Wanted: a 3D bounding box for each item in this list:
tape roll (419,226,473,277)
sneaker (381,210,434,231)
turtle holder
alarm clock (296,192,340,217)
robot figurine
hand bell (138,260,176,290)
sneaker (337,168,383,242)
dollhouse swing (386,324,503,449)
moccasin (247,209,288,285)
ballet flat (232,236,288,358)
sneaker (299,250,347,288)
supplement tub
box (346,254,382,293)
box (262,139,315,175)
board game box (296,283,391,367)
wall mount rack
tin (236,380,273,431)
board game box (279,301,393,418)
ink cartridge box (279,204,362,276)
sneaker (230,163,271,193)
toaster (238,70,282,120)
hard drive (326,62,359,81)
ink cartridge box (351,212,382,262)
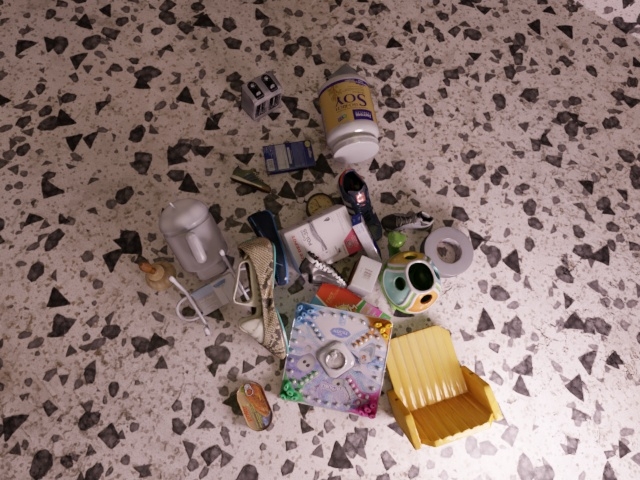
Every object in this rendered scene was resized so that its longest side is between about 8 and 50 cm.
[{"bbox_3d":[0.551,0.053,1.817,0.219,0.072,0.219,1,74,-4],"label":"tape roll"},{"bbox_3d":[0.387,-0.096,1.812,0.228,0.132,0.086,0,75,-5],"label":"sneaker"},{"bbox_3d":[0.378,0.133,1.700,0.243,0.227,0.320,9,75,-2],"label":"turtle holder"},{"bbox_3d":[-0.018,-0.149,1.830,0.192,0.064,0.129,25,75,-1],"label":"alarm clock"},{"bbox_3d":[-0.500,-0.017,1.639,0.199,0.300,0.354,-28,118,-12],"label":"robot figurine"},{"bbox_3d":[-0.658,0.115,1.616,0.126,0.242,0.126,1,74,-4],"label":"hand bell"},{"bbox_3d":[0.173,-0.154,1.801,0.131,0.148,0.350,-25,80,-11],"label":"sneaker"},{"bbox_3d":[0.437,0.531,1.579,0.346,0.315,0.305,-14,97,-8],"label":"dollhouse swing"},{"bbox_3d":[-0.225,0.039,1.738,0.116,0.138,0.342,-11,63,-20],"label":"moccasin"},{"bbox_3d":[-0.245,0.231,1.577,0.182,0.164,0.483,-10,95,-32],"label":"ballet flat"},{"bbox_3d":[0.005,0.140,1.660,0.234,0.078,0.106,37,101,-29],"label":"sneaker"},{"bbox_3d":[0.129,-0.538,1.855,0.241,0.241,0.331,-9,75,-7],"label":"supplement tub"},{"bbox_3d":[0.174,0.150,1.709,0.091,0.170,0.130,22,74,0],"label":"box"},{"bbox_3d":[-0.143,-0.381,1.896,0.225,0.036,0.137,-10,76,-6],"label":"box"},{"bbox_3d":[0.094,0.336,1.708,0.316,0.064,0.242,31,75,4],"label":"board game box"},{"bbox_3d":[-0.419,0.190,1.617,0.350,0.130,0.304,-29,115,-11],"label":"wall mount rack"},{"bbox_3d":[-0.255,0.643,1.613,0.106,0.040,0.190,-23,78,-14],"label":"tin"},{"bbox_3d":[0.060,0.468,1.617,0.389,0.050,0.390,11,87,3],"label":"board game box"},{"bbox_3d":[0.000,0.000,1.732,0.283,0.117,0.207,-26,103,-11],"label":"ink cartridge box"},{"bbox_3d":[-0.299,-0.281,1.842,0.192,0.064,0.086,20,79,4],"label":"sneaker"},{"bbox_3d":[-0.275,-0.654,1.897,0.168,0.186,0.110,-35,83,-20],"label":"toaster"},{"bbox_3d":[0.111,-0.800,2.038,0.135,0.022,0.094,-42,82,-14],"label":"hard drive"},{"bbox_3d":[0.195,-0.005,1.734,0.046,0.097,0.207,-23,116,14],"label":"ink cartridge box"}]
